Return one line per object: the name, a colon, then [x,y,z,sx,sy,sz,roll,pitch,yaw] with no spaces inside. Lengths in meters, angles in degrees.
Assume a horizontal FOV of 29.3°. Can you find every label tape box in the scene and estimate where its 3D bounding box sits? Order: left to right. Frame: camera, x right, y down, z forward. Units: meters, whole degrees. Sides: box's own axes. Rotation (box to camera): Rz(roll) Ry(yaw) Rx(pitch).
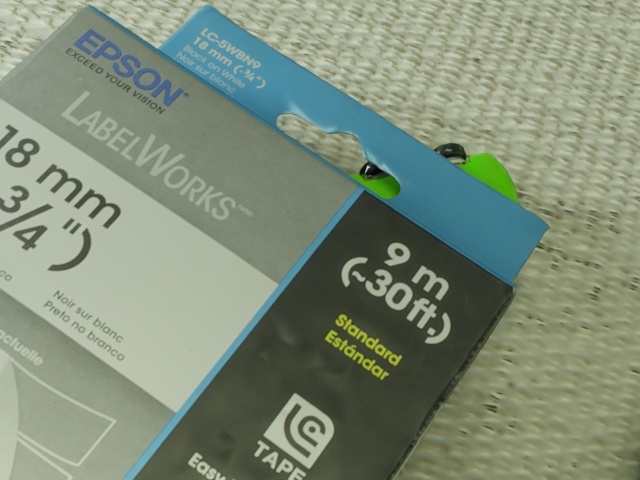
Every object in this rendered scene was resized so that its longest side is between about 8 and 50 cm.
label tape box: [-0.051,0.016,0.555,0.241,0.106,0.333,34,60,8]

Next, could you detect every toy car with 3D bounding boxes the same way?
toy car: [0.000,0.000,0.672,0.225,0.053,0.239,-10,62,-16]
